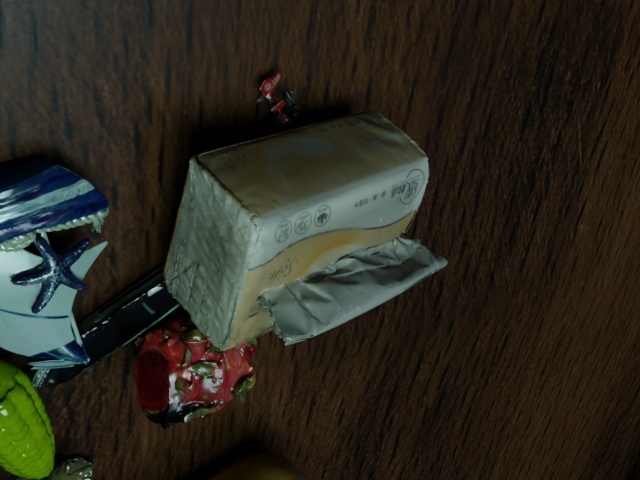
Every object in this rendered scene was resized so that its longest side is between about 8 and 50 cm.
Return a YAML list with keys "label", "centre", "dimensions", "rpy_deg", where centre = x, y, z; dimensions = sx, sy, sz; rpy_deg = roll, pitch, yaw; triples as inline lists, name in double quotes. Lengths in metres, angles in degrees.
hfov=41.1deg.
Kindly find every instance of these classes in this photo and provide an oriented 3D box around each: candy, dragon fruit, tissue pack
- label: "candy"
  centre: [-0.383, 0.232, 1.061]
  dimensions: [0.096, 0.097, 0.209]
  rpy_deg: [-29, 138, -18]
- label: "dragon fruit"
  centre: [-0.161, 0.169, 1.144]
  dimensions: [0.172, 0.160, 0.166]
  rpy_deg: [-6, 130, -47]
- label: "tissue pack"
  centre: [0.000, 0.000, 1.043]
  dimensions: [0.305, 0.238, 0.239]
  rpy_deg: [-22, 133, -42]

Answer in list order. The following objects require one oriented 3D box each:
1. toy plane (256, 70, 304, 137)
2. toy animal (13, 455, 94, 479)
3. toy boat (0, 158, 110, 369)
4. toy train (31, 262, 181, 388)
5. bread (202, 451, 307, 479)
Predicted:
- label: "toy plane"
  centre: [-0.047, -0.149, 1.087]
  dimensions: [0.060, 0.037, 0.145]
  rpy_deg: [-40, 139, -13]
- label: "toy animal"
  centre: [-0.394, 0.386, 1.181]
  dimensions: [0.186, 0.094, 0.214]
  rpy_deg: [-14, 136, -25]
- label: "toy boat"
  centre: [-0.315, 0.030, 0.972]
  dimensions: [0.210, 0.070, 0.292]
  rpy_deg: [-38, 132, -5]
- label: "toy train"
  centre: [-0.265, 0.105, 1.096]
  dimensions: [0.252, 0.048, 0.055]
  rpy_deg: [-34, 126, -6]
- label: "bread"
  centre: [-0.157, 0.515, 1.335]
  dimensions: [0.376, 0.253, 0.348]
  rpy_deg: [-31, 140, -14]
